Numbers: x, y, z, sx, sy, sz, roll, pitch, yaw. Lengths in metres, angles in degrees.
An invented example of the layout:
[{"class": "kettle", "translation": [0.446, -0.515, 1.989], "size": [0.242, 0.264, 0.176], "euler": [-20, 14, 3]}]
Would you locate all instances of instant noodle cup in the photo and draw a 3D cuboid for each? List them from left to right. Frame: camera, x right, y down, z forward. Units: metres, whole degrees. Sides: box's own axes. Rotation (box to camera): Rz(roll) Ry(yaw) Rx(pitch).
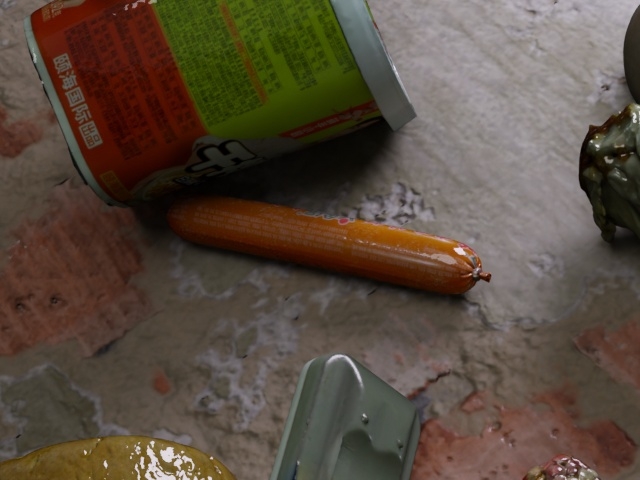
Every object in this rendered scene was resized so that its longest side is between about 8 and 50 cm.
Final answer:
[{"class": "instant noodle cup", "translation": [-0.100, -0.179, 1.730], "size": [0.308, 0.294, 0.294], "euler": [-24, 51, 5]}]

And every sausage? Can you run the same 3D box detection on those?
[{"class": "sausage", "translation": [0.000, 0.000, 1.702], "size": [0.348, 0.053, 0.053], "euler": [11, 58, 24]}]

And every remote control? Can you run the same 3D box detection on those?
[{"class": "remote control", "translation": [0.006, 0.254, 1.457], "size": [0.066, 0.128, 0.335], "euler": [-23, 40, 44]}]

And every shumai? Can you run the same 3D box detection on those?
[{"class": "shumai", "translation": [0.298, -0.032, 1.593], "size": [0.142, 0.184, 0.184], "euler": [-25, 46, 29]}]

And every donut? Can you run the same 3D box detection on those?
[{"class": "donut", "translation": [-0.183, 0.252, 1.469], "size": [0.262, 0.208, 0.128], "euler": [-10, 51, 4]}]

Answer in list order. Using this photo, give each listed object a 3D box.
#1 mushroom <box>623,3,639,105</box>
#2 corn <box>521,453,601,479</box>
[{"class": "mushroom", "translation": [0.358, -0.173, 1.699], "size": [0.141, 0.117, 0.188], "euler": [-30, 55, 8]}, {"class": "corn", "translation": [0.242, 0.266, 1.410], "size": [0.079, 0.079, 0.237], "euler": [-34, 54, -10]}]
